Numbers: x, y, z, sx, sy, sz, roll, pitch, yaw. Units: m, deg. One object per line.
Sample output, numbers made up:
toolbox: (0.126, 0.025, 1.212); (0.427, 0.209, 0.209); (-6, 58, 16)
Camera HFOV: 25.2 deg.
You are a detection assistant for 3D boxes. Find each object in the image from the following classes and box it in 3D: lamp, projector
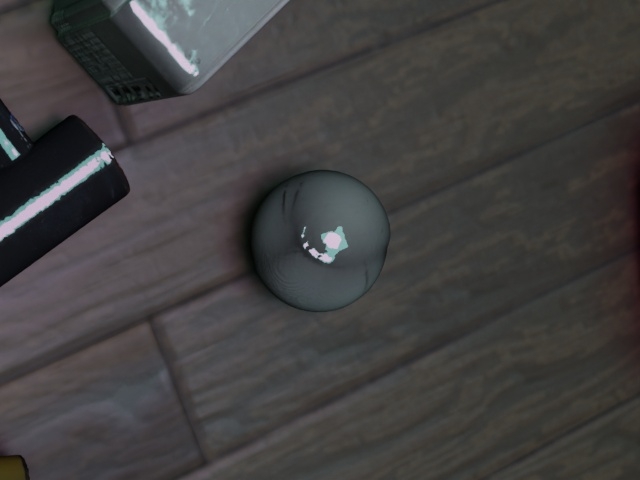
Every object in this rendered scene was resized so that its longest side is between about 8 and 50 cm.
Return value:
lamp: (0.000, 0.000, 1.051); (0.105, 0.105, 0.105); (-1, 94, -22)
projector: (-0.057, -0.212, 0.968); (0.256, 0.192, 0.099); (-46, 109, -13)

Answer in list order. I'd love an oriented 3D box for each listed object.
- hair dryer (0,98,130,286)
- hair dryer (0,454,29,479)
hair dryer: (-0.257, -0.094, 0.971); (0.128, 0.070, 0.255); (-41, 99, -15)
hair dryer: (-0.272, 0.286, 0.973); (0.135, 0.090, 0.278); (0, 99, -23)
